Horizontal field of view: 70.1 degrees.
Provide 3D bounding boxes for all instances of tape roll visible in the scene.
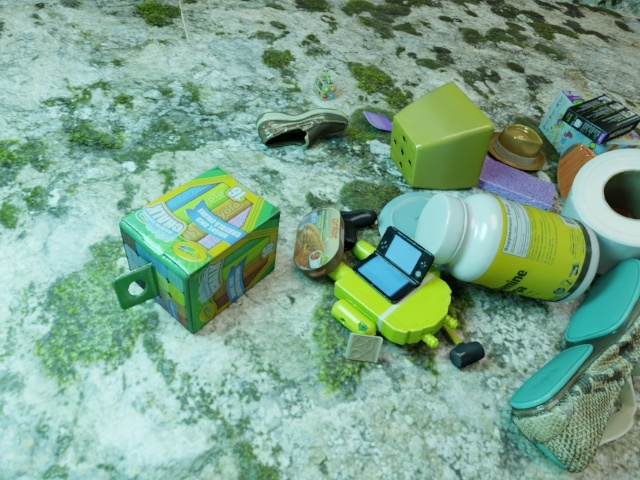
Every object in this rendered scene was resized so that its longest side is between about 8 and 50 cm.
[{"bbox_3d":[0.685,-0.060,1.031,0.246,0.169,0.246,-6,62,12],"label":"tape roll"}]

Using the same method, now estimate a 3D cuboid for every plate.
[{"bbox_3d":[0.230,-0.048,1.077,0.188,0.024,0.188,-5,54,7],"label":"plate"}]

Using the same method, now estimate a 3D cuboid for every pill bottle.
[{"bbox_3d":[0.381,0.010,0.960,0.333,0.188,0.188,14,46,-11],"label":"pill bottle"}]

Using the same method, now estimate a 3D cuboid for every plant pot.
[{"bbox_3d":[0.300,-0.258,1.216,0.187,0.212,0.212,-17,53,-9],"label":"plant pot"}]

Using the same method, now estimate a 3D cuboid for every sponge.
[{"bbox_3d":[0.546,-0.157,1.281,0.210,0.031,0.117,24,48,11],"label":"sponge"}]

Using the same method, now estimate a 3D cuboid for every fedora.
[{"bbox_3d":[0.603,-0.295,1.386,0.194,0.079,0.194,6,48,-7],"label":"fedora"}]

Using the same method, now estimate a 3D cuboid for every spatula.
[{"bbox_3d":[0.274,-0.372,1.417,0.296,0.030,0.084,-7,51,-19],"label":"spatula"}]

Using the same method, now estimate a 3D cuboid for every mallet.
[{"bbox_3d":[0.244,0.172,0.919,0.062,0.039,0.190,-21,51,-24],"label":"mallet"}]

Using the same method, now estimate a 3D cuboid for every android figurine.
[{"bbox_3d":[0.146,0.106,0.923,0.272,0.056,0.248,36,53,28],"label":"android figurine"}]

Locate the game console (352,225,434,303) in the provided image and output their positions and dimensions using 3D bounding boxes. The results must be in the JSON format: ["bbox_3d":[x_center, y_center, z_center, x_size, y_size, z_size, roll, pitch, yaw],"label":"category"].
[{"bbox_3d":[0.142,0.044,0.901,0.071,0.107,0.122,-4,36,-49],"label":"game console"}]

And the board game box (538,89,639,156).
[{"bbox_3d":[0.836,-0.328,1.422,0.142,0.144,0.275,0,49,-12],"label":"board game box"}]

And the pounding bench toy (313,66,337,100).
[{"bbox_3d":[0.019,-0.491,1.432,0.052,0.083,0.065,-13,52,-23],"label":"pounding bench toy"}]

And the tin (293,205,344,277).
[{"bbox_3d":[0.000,0.000,0.981,0.106,0.040,0.190,-19,40,22],"label":"tin"}]

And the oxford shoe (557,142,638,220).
[{"bbox_3d":[0.769,-0.118,1.253,0.132,0.130,0.364,14,51,-24],"label":"oxford shoe"}]

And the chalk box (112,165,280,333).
[{"bbox_3d":[-0.237,0.029,0.843,0.179,0.180,0.289,35,52,19],"label":"chalk box"}]

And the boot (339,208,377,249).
[{"bbox_3d":[0.074,-0.025,1.049,0.121,0.045,0.099,1,46,-2],"label":"boot"}]

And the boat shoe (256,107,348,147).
[{"bbox_3d":[-0.043,-0.294,1.248,0.257,0.095,0.095,-8,64,-11],"label":"boat shoe"}]

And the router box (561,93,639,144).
[{"bbox_3d":[0.804,-0.348,1.305,0.178,0.046,0.133,-22,56,-24],"label":"router box"}]

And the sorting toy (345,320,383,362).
[{"bbox_3d":[0.082,0.185,0.839,0.062,0.083,0.012,10,22,-1],"label":"sorting toy"}]

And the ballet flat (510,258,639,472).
[{"bbox_3d":[0.538,0.234,0.865,0.482,0.164,0.182,-36,86,-30],"label":"ballet flat"}]

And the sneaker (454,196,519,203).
[{"bbox_3d":[0.391,-0.030,1.107,0.228,0.086,0.132,4,52,5],"label":"sneaker"}]
